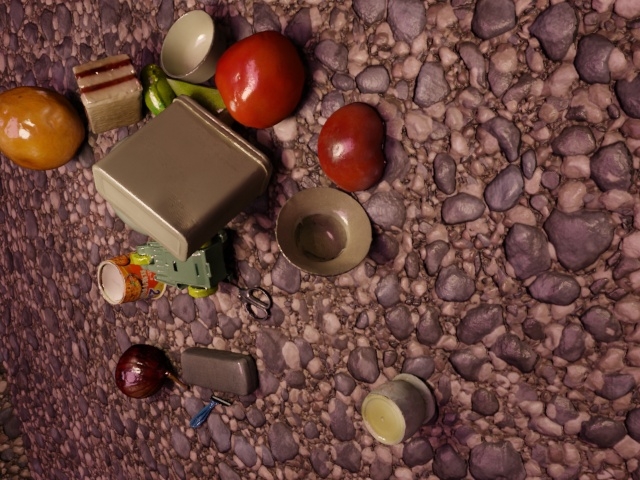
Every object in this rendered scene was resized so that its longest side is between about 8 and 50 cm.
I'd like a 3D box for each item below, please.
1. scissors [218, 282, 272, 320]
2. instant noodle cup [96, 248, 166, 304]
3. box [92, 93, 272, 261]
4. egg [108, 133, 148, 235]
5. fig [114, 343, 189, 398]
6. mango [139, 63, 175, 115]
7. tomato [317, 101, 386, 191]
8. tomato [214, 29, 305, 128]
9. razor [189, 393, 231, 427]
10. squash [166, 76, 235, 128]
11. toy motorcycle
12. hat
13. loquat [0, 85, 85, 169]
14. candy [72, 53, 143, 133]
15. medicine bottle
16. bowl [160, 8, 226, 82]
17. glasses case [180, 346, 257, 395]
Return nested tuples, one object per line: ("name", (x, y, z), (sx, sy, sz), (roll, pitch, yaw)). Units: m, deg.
("scissors", (-0.275, 0.165, 1.780), (0.300, 0.022, 0.109), (25, 111, 32))
("instant noodle cup", (-0.695, 0.137, 1.995), (0.213, 0.174, 0.213), (9, 106, 35))
("box", (-0.377, -0.174, 1.516), (0.352, 0.344, 0.177), (38, 150, 5))
("egg", (-0.539, -0.178, 1.733), (0.276, 0.276, 0.389), (-55, 51, 32))
("fig", (-0.640, 0.489, 2.041), (0.249, 0.186, 0.204), (-8, 78, 31))
("mango", (-0.527, -0.479, 1.757), (0.100, 0.119, 0.179), (-14, 90, 23))
("tomato", (0.058, -0.234, 1.379), (0.199, 0.112, 0.228), (2, 99, 39))
("tomato", (-0.165, -0.428, 1.457), (0.259, 0.180, 0.260), (9, 107, 31))
("razor", (-0.411, 0.620, 1.980), (0.082, 0.042, 0.253), (29, 128, -18))
("squash", (-0.363, -0.457, 1.648), (0.203, 0.111, 0.289), (-45, 71, 34))
("toy motorcycle", (-0.441, 0.046, 1.776), (0.326, 0.200, 0.191), (8, 115, 28))
("hat", (0.000, 0.000, 1.445), (0.257, 0.257, 0.130), (52, 157, 16))
("loquat", (-1.064, -0.423, 2.051), (0.328, 0.328, 0.329), (10, 106, 35))
("candy", (-0.676, -0.461, 1.761), (0.135, 0.179, 0.320), (70, 160, 2))
("medicine bottle", (0.200, 0.431, 1.403), (0.147, 0.143, 0.147), (12, 107, 40))
("bowl", (-0.356, -0.549, 1.595), (0.211, 0.112, 0.212), (-8, 73, 27))
("glasses case", (-0.353, 0.444, 1.871), (0.323, 0.074, 0.131), (-1, 99, 37))
